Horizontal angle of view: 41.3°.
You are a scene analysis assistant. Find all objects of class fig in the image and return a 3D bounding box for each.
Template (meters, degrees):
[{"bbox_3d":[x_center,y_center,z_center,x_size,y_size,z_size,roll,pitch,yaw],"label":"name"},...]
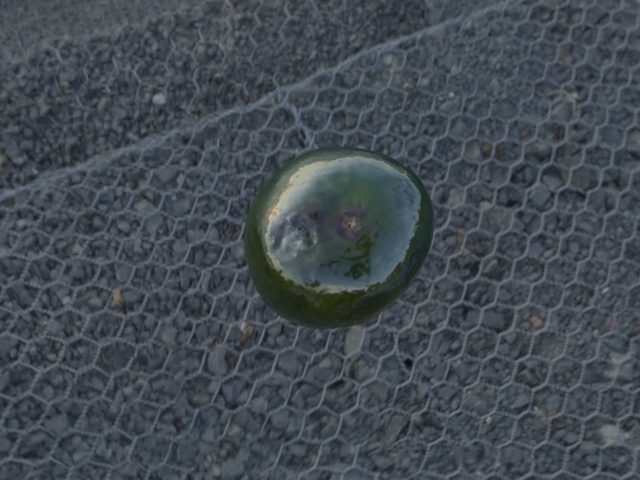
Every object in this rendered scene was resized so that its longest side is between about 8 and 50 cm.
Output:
[{"bbox_3d":[0.000,0.000,0.550,0.117,0.177,0.117,0,89,-14],"label":"fig"}]
